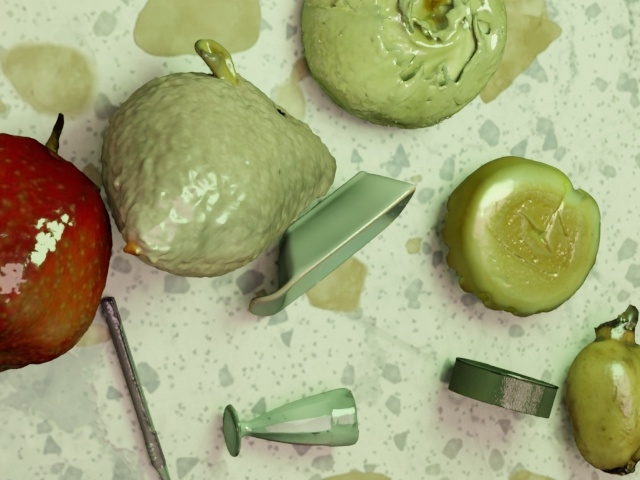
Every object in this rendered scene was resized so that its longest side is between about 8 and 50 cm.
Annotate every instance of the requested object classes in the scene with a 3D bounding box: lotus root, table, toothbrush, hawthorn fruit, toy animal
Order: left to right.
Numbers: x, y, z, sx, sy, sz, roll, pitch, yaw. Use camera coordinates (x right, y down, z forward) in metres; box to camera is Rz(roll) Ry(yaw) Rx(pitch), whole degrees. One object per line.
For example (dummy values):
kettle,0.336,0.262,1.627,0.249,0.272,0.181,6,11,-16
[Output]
hawthorn fruit,-0.338,-0.009,1.685,0.254,0.254,0.300,31,60,-21
toothbrush,-0.206,0.235,1.859,0.029,0.024,0.354,-18,101,-11
toy animal,-0.135,-0.076,1.748,0.226,0.358,0.188,47,120,0
table,0.229,0.184,1.971,0.133,0.133,0.043,16,89,-22
lotus root,0.382,0.194,2.044,0.125,0.118,0.221,-7,95,-54

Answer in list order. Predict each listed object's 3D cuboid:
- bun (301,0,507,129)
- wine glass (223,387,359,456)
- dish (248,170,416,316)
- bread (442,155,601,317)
bun,0.111,-0.254,1.883,0.259,0.152,0.259,-1,93,-24
wine glass,-0.037,0.222,1.904,0.155,0.073,0.073,-6,96,-18
dish,0.000,0.000,1.870,0.234,0.154,0.064,-39,84,-16
bread,0.248,-0.004,1.980,0.213,0.105,0.213,-3,98,-24
